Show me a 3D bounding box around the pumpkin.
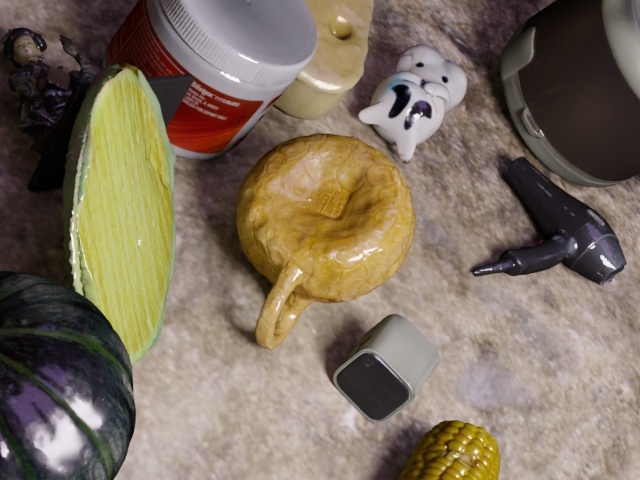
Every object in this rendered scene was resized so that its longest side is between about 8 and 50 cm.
[{"bbox_3d":[-0.275,0.143,0.959,0.249,0.216,0.250,5,54,-7],"label":"pumpkin"}]

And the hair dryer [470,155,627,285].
[{"bbox_3d":[0.298,-0.011,1.694,0.271,0.091,0.235,-20,62,-44],"label":"hair dryer"}]

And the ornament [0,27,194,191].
[{"bbox_3d":[-0.281,-0.179,1.284,0.166,0.153,0.196,-14,57,-47],"label":"ornament"}]

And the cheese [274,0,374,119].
[{"bbox_3d":[-0.051,-0.392,1.613,0.383,0.104,0.384,10,65,-22],"label":"cheese"}]

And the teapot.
[{"bbox_3d":[0.000,0.000,1.368,0.203,0.167,0.311,20,59,10],"label":"teapot"}]

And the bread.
[{"bbox_3d":[-0.194,-0.019,1.145,0.045,0.301,0.301,-1,46,9],"label":"bread"}]

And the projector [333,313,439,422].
[{"bbox_3d":[0.076,0.146,1.353,0.083,0.083,0.082,45,39,0],"label":"projector"}]

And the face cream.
[{"bbox_3d":[-0.134,-0.223,1.400,0.201,0.187,0.201,24,44,-25],"label":"face cream"}]

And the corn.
[{"bbox_3d":[0.107,0.322,1.206,0.120,0.120,0.363,42,39,-5],"label":"corn"}]

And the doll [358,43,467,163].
[{"bbox_3d":[0.136,-0.204,1.686,0.110,0.107,0.181,36,39,1],"label":"doll"}]

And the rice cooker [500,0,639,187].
[{"bbox_3d":[0.477,-0.264,1.868,0.335,0.325,0.335,13,64,-29],"label":"rice cooker"}]
